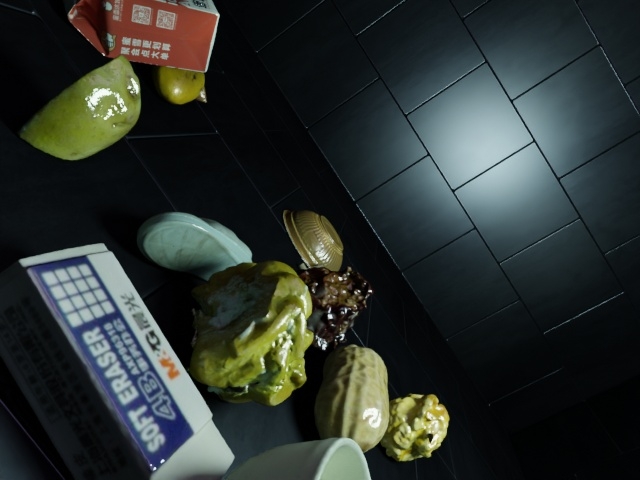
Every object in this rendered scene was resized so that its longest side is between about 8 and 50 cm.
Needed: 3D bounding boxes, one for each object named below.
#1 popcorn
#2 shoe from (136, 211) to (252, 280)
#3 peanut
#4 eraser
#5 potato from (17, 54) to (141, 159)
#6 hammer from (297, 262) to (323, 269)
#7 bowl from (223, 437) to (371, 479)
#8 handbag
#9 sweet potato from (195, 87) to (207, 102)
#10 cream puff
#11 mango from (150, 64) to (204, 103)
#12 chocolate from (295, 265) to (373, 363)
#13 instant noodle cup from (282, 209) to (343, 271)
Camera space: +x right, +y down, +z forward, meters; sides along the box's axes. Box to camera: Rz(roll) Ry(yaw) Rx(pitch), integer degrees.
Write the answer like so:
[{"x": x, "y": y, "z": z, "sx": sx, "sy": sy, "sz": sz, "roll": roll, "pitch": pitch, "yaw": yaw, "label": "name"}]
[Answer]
[{"x": 0.214, "y": 0.429, "z": 1.151, "sx": 0.170, "sy": 0.180, "sz": 0.180, "roll": 20, "pitch": -22, "yaw": 52, "label": "popcorn"}, {"x": -0.198, "y": 0.000, "z": 0.797, "sx": 0.251, "sy": 0.103, "sz": 0.100, "roll": 44, "pitch": 19, "yaw": -60, "label": "shoe"}, {"x": 0.064, "y": 0.298, "z": 0.972, "sx": 0.325, "sy": 0.140, "sz": 0.153, "roll": -59, "pitch": 144, "yaw": -80, "label": "peanut"}, {"x": -0.204, "y": 0.143, "z": 0.490, "sx": 0.279, "sy": 0.081, "sz": 0.124, "roll": 58, "pitch": 14, "yaw": 1, "label": "eraser"}, {"x": -0.312, "y": -0.170, "z": 0.675, "sx": 0.081, "sy": 0.149, "sz": 0.120, "roll": 47, "pitch": 18, "yaw": -17, "label": "potato"}, {"x": -0.021, "y": 0.075, "z": 1.354, "sx": 0.110, "sy": 0.019, "sz": 0.035, "roll": -12, "pitch": 69, "yaw": -58, "label": "hammer"}, {"x": -0.044, "y": 0.317, "z": 0.438, "sx": 0.277, "sy": 0.145, "sz": 0.277, "roll": -2, "pitch": 90, "yaw": -70, "label": "bowl"}, {"x": -0.380, "y": -0.471, "z": 1.032, "sx": 0.298, "sy": 0.151, "sz": 0.171, "roll": -1, "pitch": 48, "yaw": -29, "label": "handbag"}, {"x": -0.362, "y": -0.446, "z": 1.286, "sx": 0.206, "sy": 0.068, "sz": 0.060, "roll": 46, "pitch": -2, "yaw": -17, "label": "sweet potato"}, {"x": -0.088, "y": 0.138, "z": 0.730, "sx": 0.194, "sy": 0.195, "sz": 0.221, "roll": 48, "pitch": 21, "yaw": -34, "label": "cream puff"}, {"x": -0.339, "y": -0.389, "z": 1.172, "sx": 0.137, "sy": 0.098, "sz": 0.195, "roll": 52, "pitch": 19, "yaw": -39, "label": "mango"}, {"x": 0.028, "y": 0.133, "z": 1.123, "sx": 0.206, "sy": 0.177, "sz": 0.224, "roll": 39, "pitch": 21, "yaw": -53, "label": "chocolate"}, {"x": 0.000, "y": 0.000, "z": 1.501, "sx": 0.274, "sy": 0.091, "sz": 0.274, "roll": 53, "pitch": 14, "yaw": -19, "label": "instant noodle cup"}]
